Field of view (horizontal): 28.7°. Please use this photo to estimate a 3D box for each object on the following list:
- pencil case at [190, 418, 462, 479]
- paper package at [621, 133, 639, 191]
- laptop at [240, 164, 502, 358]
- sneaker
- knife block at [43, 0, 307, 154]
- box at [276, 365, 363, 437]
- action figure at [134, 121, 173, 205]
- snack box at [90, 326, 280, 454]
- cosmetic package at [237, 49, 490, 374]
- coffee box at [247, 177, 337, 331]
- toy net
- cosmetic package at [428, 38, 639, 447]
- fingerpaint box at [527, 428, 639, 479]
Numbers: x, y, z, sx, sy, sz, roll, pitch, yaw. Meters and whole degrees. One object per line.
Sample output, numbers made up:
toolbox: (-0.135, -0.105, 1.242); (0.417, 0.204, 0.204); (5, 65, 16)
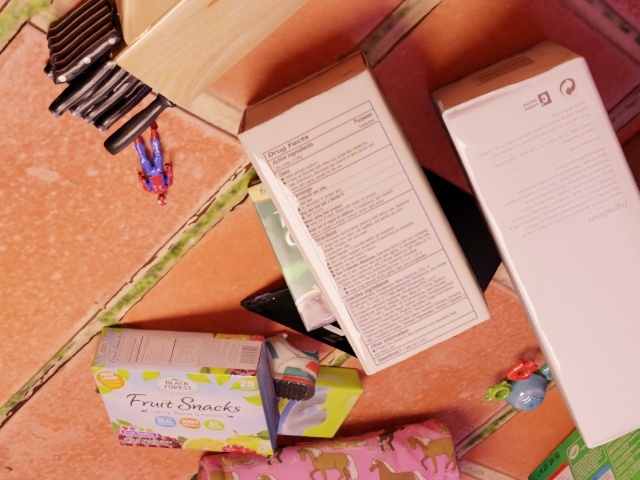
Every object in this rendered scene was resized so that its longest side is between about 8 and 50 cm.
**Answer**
pencil case: (0.015, 0.358, 1.786); (0.386, 0.160, 0.167); (-8, 177, -12)
paper package: (0.528, -0.034, 1.554); (0.309, 0.168, 0.325); (-40, 133, 22)
laptop: (0.076, 0.034, 1.577); (0.264, 0.137, 0.234); (-20, 144, 41)
sneaker: (-0.077, 0.151, 1.617); (0.161, 0.075, 0.057); (15, 142, 4)
knife block: (-0.130, -0.193, 1.215); (0.275, 0.088, 0.242); (-7, 137, -13)
box: (-0.044, 0.216, 1.701); (0.178, 0.042, 0.109); (8, 131, -27)
action figure: (-0.182, -0.080, 1.359); (0.038, 0.030, 0.115); (-18, 140, -8)
snack box: (-0.164, 0.189, 1.565); (0.207, 0.070, 0.174); (2, 138, 8)
cosmetic package: (0.047, -0.031, 1.320); (0.153, 0.129, 0.296); (-25, 107, 7)
coffee box: (0.000, 0.000, 1.424); (0.113, 0.040, 0.184); (-20, 101, 4)
toy net: (0.339, 0.162, 1.782); (0.122, 0.045, 0.232); (30, 117, -37)
cosmetic package: (0.263, -0.004, 1.331); (0.156, 0.217, 0.385); (-23, 101, 6)
fingerpaint box: (0.598, 0.321, 1.926); (0.371, 0.163, 0.445); (6, 138, -24)
